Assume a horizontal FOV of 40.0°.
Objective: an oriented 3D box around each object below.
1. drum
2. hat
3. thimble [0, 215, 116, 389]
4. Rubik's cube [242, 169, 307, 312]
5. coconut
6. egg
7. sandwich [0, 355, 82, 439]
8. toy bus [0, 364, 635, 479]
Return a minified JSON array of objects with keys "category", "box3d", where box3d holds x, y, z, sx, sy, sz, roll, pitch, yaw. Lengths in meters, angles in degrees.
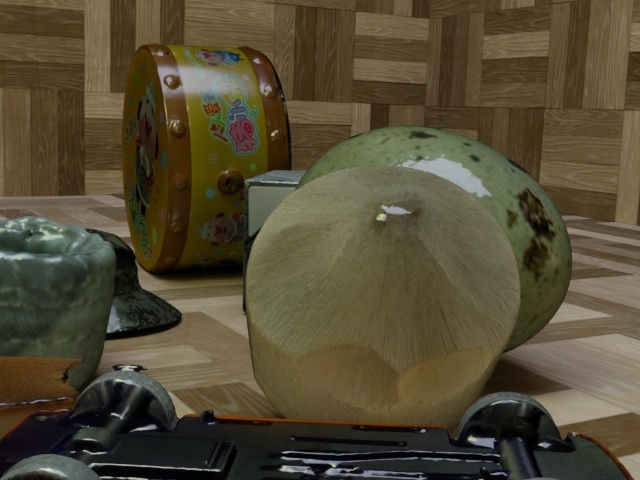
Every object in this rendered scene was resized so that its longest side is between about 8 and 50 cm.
[{"category":"drum","box3d":[-0.225,-0.150,1.615,0.214,0.431,0.431,-3,10,-24]},{"category":"hat","box3d":[-0.323,0.050,1.218,0.265,0.128,0.265,4,10,-1]},{"category":"thimble","box3d":[-0.327,0.071,0.939,0.205,0.172,0.250,3,10,-27]},{"category":"Rubik's cube","box3d":[0.000,0.000,1.350,0.207,0.205,0.205,4,9,9]},{"category":"coconut","box3d":[0.050,0.051,0.776,0.237,0.237,0.266,1,-35,-9]},{"category":"egg","box3d":[0.122,0.005,1.060,0.379,0.288,0.287,6,9,41]},{"category":"sandwich","box3d":[-0.259,0.149,0.601,0.186,0.108,0.220,2,6,6]},{"category":"toy bus","box3d":[-0.010,0.161,0.445,0.329,0.153,0.143,1,10,4]}]
